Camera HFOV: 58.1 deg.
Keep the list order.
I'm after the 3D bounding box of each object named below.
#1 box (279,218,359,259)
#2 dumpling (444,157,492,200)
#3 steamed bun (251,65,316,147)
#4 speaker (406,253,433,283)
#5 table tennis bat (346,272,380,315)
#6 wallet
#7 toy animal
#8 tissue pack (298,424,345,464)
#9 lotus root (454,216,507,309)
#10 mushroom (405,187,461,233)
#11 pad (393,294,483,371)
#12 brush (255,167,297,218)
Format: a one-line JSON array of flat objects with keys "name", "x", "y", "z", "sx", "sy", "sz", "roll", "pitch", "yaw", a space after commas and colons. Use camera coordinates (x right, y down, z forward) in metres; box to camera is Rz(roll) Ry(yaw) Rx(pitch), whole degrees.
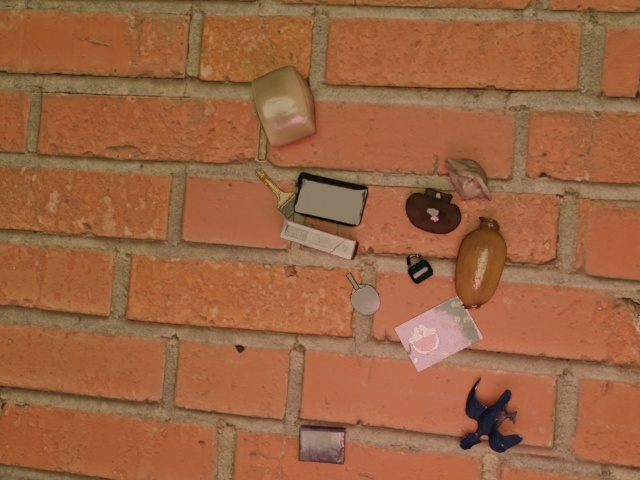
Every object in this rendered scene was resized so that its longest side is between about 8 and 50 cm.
[{"name": "box", "x": 0.000, "y": 0.000, "z": 1.889, "sx": 0.242, "sy": 0.155, "sz": 0.067, "roll": 18, "pitch": 92, "yaw": 9}, {"name": "dumpling", "x": 0.472, "y": -0.197, "z": 1.845, "sx": 0.199, "sy": 0.136, "sz": 0.118, "roll": 40, "pitch": 100, "yaw": 18}, {"name": "steamed bun", "x": -0.121, "y": -0.451, "z": 1.919, "sx": 0.199, "sy": 0.155, "sz": 0.250, "roll": -18, "pitch": 89, "yaw": 7}, {"name": "speaker", "x": 0.319, "y": 0.088, "z": 1.889, "sx": 0.075, "sy": 0.060, "sz": 0.095, "roll": -32, "pitch": 84, "yaw": 4}, {"name": "table tennis bat", "x": 0.136, "y": 0.178, "z": 1.934, "sx": 0.095, "sy": 0.014, "sz": 0.158, "roll": -34, "pitch": 86, "yaw": 6}, {"name": "wallet", "x": 0.029, "y": -0.137, "z": 1.942, "sx": 0.249, "sy": 0.044, "sz": 0.149, "roll": 12, "pitch": 89, "yaw": 5}, {"name": "toy animal", "x": 0.530, "y": 0.566, "z": 1.799, "sx": 0.176, "sy": 0.239, "sz": 0.256, "roll": -17, "pitch": 130, "yaw": -20}, {"name": "tissue pack", "x": 0.005, "y": 0.678, "z": 1.917, "sx": 0.156, "sy": 0.051, "sz": 0.113, "roll": 1, "pitch": 86, "yaw": 8}, {"name": "lotus root", "x": 0.505, "y": 0.074, "z": 1.829, "sx": 0.146, "sy": 0.131, "sz": 0.304, "roll": 13, "pitch": 90, "yaw": 7}, {"name": "mushroom", "x": 0.369, "y": -0.091, "z": 1.871, "sx": 0.188, "sy": 0.117, "sz": 0.141, "roll": 17, "pitch": 102, "yaw": 3}, {"name": "pad", "x": 0.388, "y": 0.304, "z": 1.901, "sx": 0.245, "sy": 0.006, "sz": 0.170, "roll": -28, "pitch": 84, "yaw": 6}, {"name": "brush", "x": -0.153, "y": -0.174, "z": 1.987, "sx": 0.083, "sy": 0.011, "sz": 0.205, "roll": -44, "pitch": 83, "yaw": 4}]
